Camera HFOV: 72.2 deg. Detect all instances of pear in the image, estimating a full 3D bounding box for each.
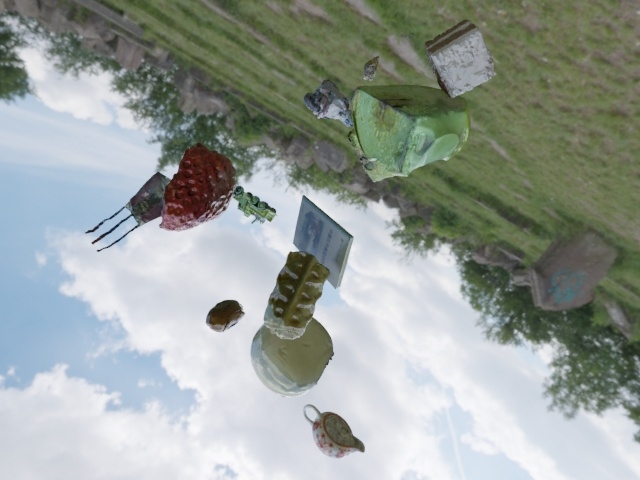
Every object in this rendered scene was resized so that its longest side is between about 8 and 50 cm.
[{"bbox_3d":[0.259,-0.304,1.178,0.282,0.176,0.286,-18,-138,-26],"label":"pear"},{"bbox_3d":[0.272,-0.385,1.760,0.255,0.164,0.238,-8,118,55],"label":"pear"}]

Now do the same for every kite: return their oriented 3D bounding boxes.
[{"bbox_3d":[-0.666,-0.103,1.579,0.204,0.360,0.022,46,164,26],"label":"kite"}]

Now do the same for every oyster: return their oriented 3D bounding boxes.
[{"bbox_3d":[0.183,-0.632,1.608,0.051,0.093,0.034,22,-150,20],"label":"oyster"}]

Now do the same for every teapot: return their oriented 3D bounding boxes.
[{"bbox_3d":[0.032,0.661,1.511,0.245,0.116,0.159,40,-144,-1],"label":"teapot"}]

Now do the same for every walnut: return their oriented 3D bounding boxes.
[{"bbox_3d":[-0.431,0.339,1.986,0.137,0.137,0.245,35,-161,8],"label":"walnut"}]

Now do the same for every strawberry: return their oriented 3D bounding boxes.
[{"bbox_3d":[-0.364,-0.136,1.345,0.149,0.265,0.336,20,-143,-2],"label":"strawberry"}]

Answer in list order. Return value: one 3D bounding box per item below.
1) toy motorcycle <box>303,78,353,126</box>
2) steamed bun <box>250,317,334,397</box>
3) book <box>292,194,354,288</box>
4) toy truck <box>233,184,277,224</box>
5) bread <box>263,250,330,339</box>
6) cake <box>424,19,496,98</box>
[{"bbox_3d":[0.053,-0.491,1.615,0.204,0.108,0.239,44,-124,-9],"label":"toy motorcycle"},{"bbox_3d":[-0.132,0.449,1.762,0.312,0.233,0.334,48,-139,3],"label":"steamed bun"},{"bbox_3d":[0.000,0.000,1.500,0.025,0.214,0.283,-12,-141,-35],"label":"book"},{"bbox_3d":[-0.363,-0.176,2.298,0.259,0.135,0.128,37,-178,27],"label":"toy truck"},{"bbox_3d":[-0.079,0.176,1.369,0.152,0.267,0.130,18,162,16],"label":"bread"},{"bbox_3d":[0.337,-0.436,1.057,0.135,0.135,0.147,55,-166,-25],"label":"cake"}]
